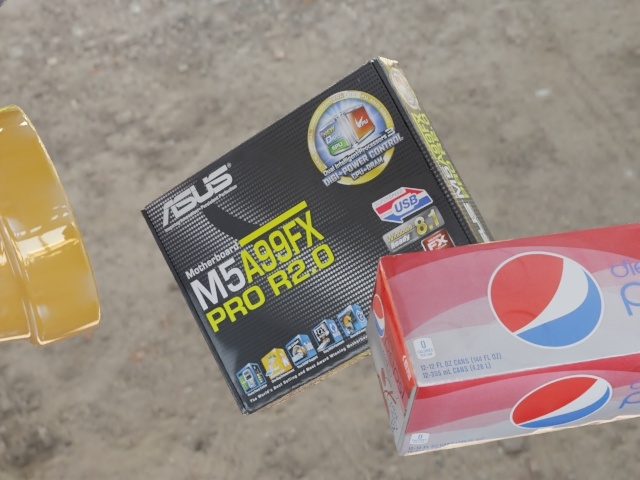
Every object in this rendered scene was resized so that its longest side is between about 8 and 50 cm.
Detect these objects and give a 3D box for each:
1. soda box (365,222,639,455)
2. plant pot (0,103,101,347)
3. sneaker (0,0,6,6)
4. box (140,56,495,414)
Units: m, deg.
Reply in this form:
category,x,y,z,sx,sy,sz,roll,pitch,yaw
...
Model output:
category,x,y,z,sx,sy,sz,roll,pitch,yaw
soda box,0.165,0.050,0.851,0.263,0.083,0.092,-8,55,-11
plant pot,-0.310,0.012,1.227,0.188,0.205,0.205,-22,36,-17
sneaker,-0.361,-0.273,1.343,0.209,0.069,0.082,40,19,34
box,0.000,0.000,1.289,0.270,0.216,0.060,-30,-8,21
